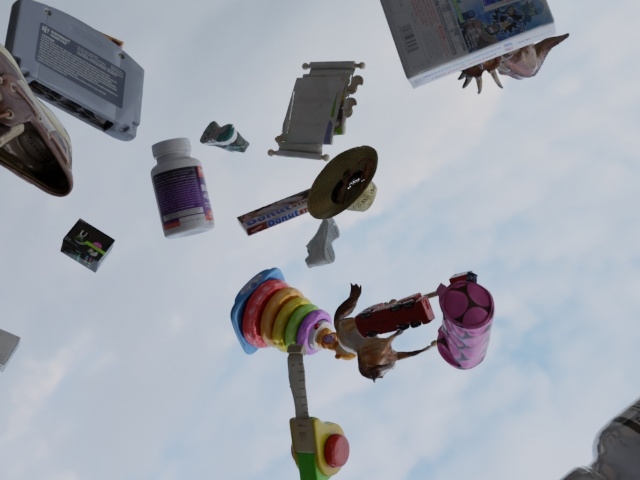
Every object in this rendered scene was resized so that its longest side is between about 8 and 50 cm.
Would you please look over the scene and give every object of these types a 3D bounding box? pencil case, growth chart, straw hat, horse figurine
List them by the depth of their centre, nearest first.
[{"bbox_3d":[0.052,-0.075,1.689,0.144,0.061,0.144,-32,-142,29],"label":"straw hat"},{"bbox_3d":[0.233,0.138,1.796,0.098,0.209,0.095,20,-116,14],"label":"pencil case"},{"bbox_3d":[0.102,0.183,2.134,0.174,0.066,0.263,-27,-142,-20],"label":"horse figurine"},{"bbox_3d":[-0.003,-0.272,2.274,0.172,0.021,0.237,14,-101,30],"label":"growth chart"}]

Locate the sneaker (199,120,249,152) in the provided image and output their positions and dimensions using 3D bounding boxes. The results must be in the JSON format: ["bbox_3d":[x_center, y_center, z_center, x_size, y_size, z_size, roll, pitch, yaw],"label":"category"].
[{"bbox_3d":[-0.220,-0.229,2.521,0.065,0.076,0.166,-58,-150,-6],"label":"sneaker"}]

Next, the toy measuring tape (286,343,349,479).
[{"bbox_3d":[-0.007,0.362,2.218,0.121,0.330,0.121,-7,-174,1],"label":"toy measuring tape"}]

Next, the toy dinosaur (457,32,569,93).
[{"bbox_3d":[0.341,-0.353,2.043,0.127,0.295,0.200,-54,-142,41],"label":"toy dinosaur"}]

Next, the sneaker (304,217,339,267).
[{"bbox_3d":[0.000,0.000,2.243,0.061,0.054,0.152,-22,-152,25],"label":"sneaker"}]

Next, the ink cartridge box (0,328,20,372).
[{"bbox_3d":[-0.579,0.173,1.870,0.029,0.115,0.063,117,-4,-48],"label":"ink cartridge box"}]

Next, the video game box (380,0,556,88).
[{"bbox_3d":[0.165,-0.312,1.335,0.187,0.048,0.205,-20,-106,13],"label":"video game box"}]

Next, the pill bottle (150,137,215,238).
[{"bbox_3d":[-0.287,-0.107,2.240,0.108,0.193,0.108,-13,177,-1],"label":"pill bottle"}]

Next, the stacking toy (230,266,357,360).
[{"bbox_3d":[-0.038,0.194,2.398,0.302,0.166,0.175,22,-127,36],"label":"stacking toy"}]

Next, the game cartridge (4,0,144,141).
[{"bbox_3d":[-0.472,-0.333,2.107,0.062,0.297,0.198,-32,-134,33],"label":"game cartridge"}]

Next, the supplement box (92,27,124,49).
[{"bbox_3d":[-0.508,-0.373,2.319,0.188,0.104,0.081,-61,174,-53],"label":"supplement box"}]

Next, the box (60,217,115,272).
[{"bbox_3d":[-0.454,0.010,2.134,0.062,0.083,0.052,-59,180,-36],"label":"box"}]

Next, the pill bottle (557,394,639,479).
[{"bbox_3d":[0.510,0.296,1.506,0.363,0.210,0.210,-36,-156,-11],"label":"pill bottle"}]

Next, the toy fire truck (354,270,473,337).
[{"bbox_3d":[0.167,0.111,1.899,0.192,0.047,0.135,-16,-172,32],"label":"toy fire truck"}]

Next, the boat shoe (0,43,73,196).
[{"bbox_3d":[-0.460,-0.177,1.543,0.123,0.342,0.123,-31,-131,4],"label":"boat shoe"}]

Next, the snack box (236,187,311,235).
[{"bbox_3d":[-0.081,-0.061,2.269,0.178,0.022,0.064,-22,-149,-12],"label":"snack box"}]
